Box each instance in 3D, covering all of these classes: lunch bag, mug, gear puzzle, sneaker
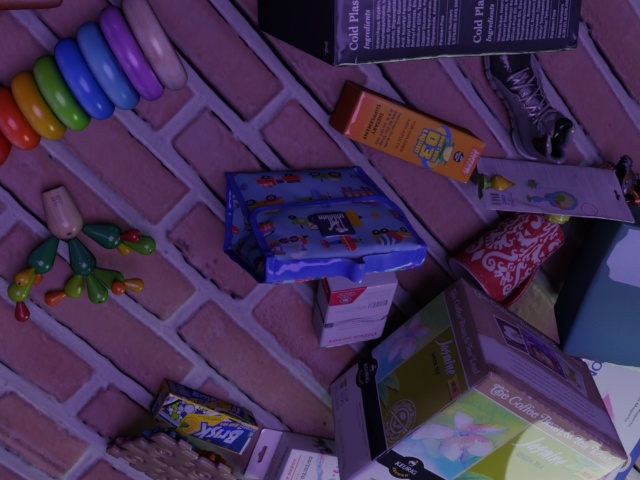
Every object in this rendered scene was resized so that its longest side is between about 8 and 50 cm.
[{"bbox_3d":[0.000,0.000,1.198,0.220,0.293,0.138,-4,111,-18],"label":"lunch bag"},{"bbox_3d":[0.317,0.028,1.436,0.169,0.113,0.150,-39,159,-7],"label":"mug"},{"bbox_3d":[-0.170,0.388,1.381,0.175,0.044,0.339,-24,127,41],"label":"gear puzzle"},{"bbox_3d":[0.341,-0.219,1.322,0.086,0.132,0.229,-31,116,-6],"label":"sneaker"}]

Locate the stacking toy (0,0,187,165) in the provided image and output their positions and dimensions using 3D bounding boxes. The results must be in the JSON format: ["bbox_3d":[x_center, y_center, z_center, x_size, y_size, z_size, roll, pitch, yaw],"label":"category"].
[{"bbox_3d":[-0.347,-0.192,1.107,0.330,0.141,0.141,-28,116,-2],"label":"stacking toy"}]

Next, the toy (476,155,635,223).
[{"bbox_3d":[0.368,-0.069,1.368,0.237,0.137,0.056,8,132,-6],"label":"toy"}]

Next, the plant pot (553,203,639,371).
[{"bbox_3d":[0.508,0.068,1.408,0.165,0.166,0.234,13,116,5],"label":"plant pot"}]

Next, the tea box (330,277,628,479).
[{"bbox_3d":[0.246,0.293,1.380,0.329,0.220,0.323,32,118,-26],"label":"tea box"}]

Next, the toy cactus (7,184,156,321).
[{"bbox_3d":[-0.351,0.014,1.201,0.218,0.112,0.181,-19,105,-2],"label":"toy cactus"}]

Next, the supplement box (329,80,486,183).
[{"bbox_3d":[0.136,-0.165,1.304,0.233,0.080,0.078,17,105,-26],"label":"supplement box"}]

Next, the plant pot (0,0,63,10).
[{"bbox_3d":[-0.430,-0.368,0.949,0.264,0.272,0.273,-4,111,-26],"label":"plant pot"}]

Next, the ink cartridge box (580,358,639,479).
[{"bbox_3d":[0.562,0.335,1.640,0.330,0.071,0.324,24,100,-23],"label":"ink cartridge box"}]

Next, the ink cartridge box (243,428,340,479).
[{"bbox_3d":[-0.028,0.396,1.463,0.181,0.061,0.104,16,103,-23],"label":"ink cartridge box"}]

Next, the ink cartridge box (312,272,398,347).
[{"bbox_3d":[0.051,0.097,1.347,0.109,0.063,0.151,-8,142,-16],"label":"ink cartridge box"}]

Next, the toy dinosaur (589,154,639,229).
[{"bbox_3d":[0.599,-0.027,1.501,0.218,0.164,0.322,-31,135,11],"label":"toy dinosaur"}]

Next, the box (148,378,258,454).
[{"bbox_3d":[-0.188,0.286,1.373,0.168,0.054,0.059,27,99,-25],"label":"box"}]

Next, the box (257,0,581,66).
[{"bbox_3d":[0.107,-0.344,1.078,0.312,0.343,0.179,-9,113,-17],"label":"box"}]
